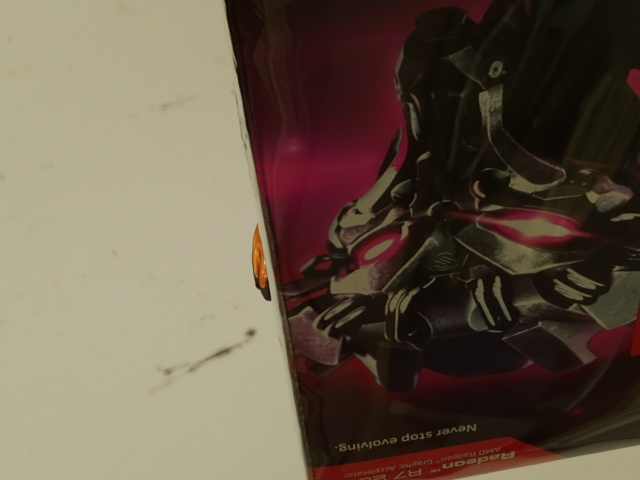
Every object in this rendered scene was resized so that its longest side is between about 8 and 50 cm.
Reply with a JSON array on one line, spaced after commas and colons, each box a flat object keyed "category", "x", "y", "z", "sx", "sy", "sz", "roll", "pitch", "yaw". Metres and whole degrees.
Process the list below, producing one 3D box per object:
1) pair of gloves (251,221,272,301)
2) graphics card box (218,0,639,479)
[{"category": "pair of gloves", "x": 0.000, "y": 0.000, "z": 0.660, "sx": 0.083, "sy": 0.010, "sz": 0.074, "roll": -4, "pitch": -109, "yaw": 19}, {"category": "graphics card box", "x": 0.085, "y": -0.044, "z": 0.451, "sx": 0.371, "sy": 0.233, "sz": 0.094, "roll": 84, "pitch": -4, "yaw": -46}]
